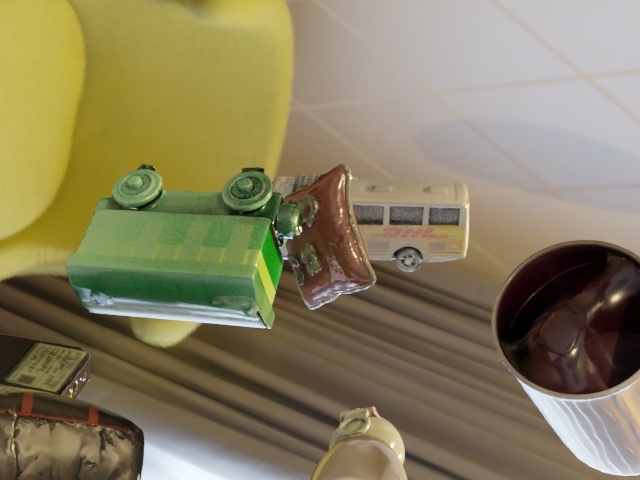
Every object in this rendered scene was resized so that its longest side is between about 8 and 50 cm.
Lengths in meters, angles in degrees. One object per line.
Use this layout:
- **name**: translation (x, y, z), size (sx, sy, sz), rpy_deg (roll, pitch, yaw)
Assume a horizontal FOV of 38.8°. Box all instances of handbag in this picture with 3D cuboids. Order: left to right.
- **handbag**: translation (-0.339, 0.270, 1.126), size (0.169, 0.215, 0.155), rpy_deg (152, -51, -66)

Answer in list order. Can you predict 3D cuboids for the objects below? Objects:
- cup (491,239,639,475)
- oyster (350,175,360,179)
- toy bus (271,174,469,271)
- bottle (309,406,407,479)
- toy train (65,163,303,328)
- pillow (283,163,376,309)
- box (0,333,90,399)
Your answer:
- **cup**: translation (0.343, 0.144, 1.186), size (0.208, 0.288, 0.273), rpy_deg (-48, 133, -8)
- **oyster**: translation (0.023, -0.040, 1.613), size (0.108, 0.053, 0.166), rpy_deg (15, 84, -53)
- **toy bus**: translation (0.070, -0.030, 1.483), size (0.097, 0.342, 0.138), rpy_deg (-79, 171, -58)
- **bottle**: translation (0.062, 0.345, 1.346), size (0.236, 0.147, 0.148), rpy_deg (-67, 171, -67)
- **toy train**: translation (-0.179, 0.006, 1.203), size (0.120, 0.300, 0.202), rpy_deg (76, 23, -49)
- **pillow**: translation (0.000, 0.000, 1.307), size (0.075, 0.171, 0.179), rpy_deg (-9, 78, -39)
- **box**: translation (-0.524, 0.258, 1.488), size (0.350, 0.211, 0.058), rpy_deg (-73, 173, -72)
